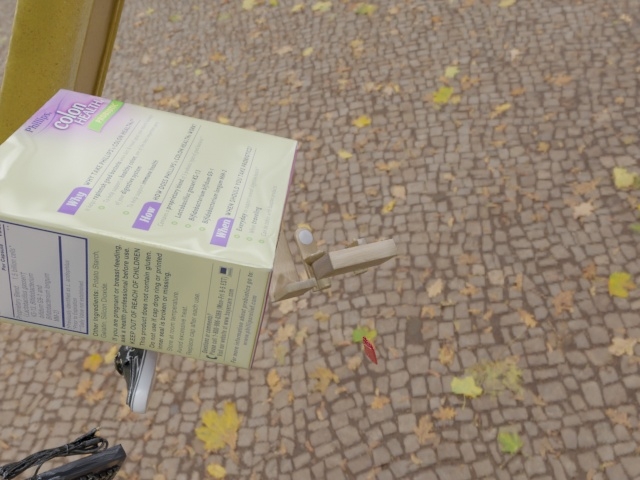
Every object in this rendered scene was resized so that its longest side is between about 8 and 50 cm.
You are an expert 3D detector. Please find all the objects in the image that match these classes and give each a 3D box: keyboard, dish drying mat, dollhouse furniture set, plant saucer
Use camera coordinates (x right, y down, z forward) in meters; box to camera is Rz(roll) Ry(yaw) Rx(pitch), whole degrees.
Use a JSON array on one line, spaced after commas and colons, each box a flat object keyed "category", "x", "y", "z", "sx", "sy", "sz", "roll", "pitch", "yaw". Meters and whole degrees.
[{"category": "keyboard", "x": -0.435, "y": 0.381, "z": 0.915, "sx": 0.033, "sy": 0.202, "sz": 0.317, "roll": 41, "pitch": 28, "yaw": 27}, {"category": "dish drying mat", "x": 0.088, "y": 0.198, "z": 1.087, "sx": 0.008, "sy": 0.083, "sz": 0.032, "roll": -37, "pitch": 61, "yaw": -12}, {"category": "dollhouse furniture set", "x": 0.000, "y": 0.000, "z": 0.897, "sx": 0.144, "sy": 0.151, "sz": 0.123, "roll": -12, "pitch": 76, "yaw": -32}, {"category": "plant saucer", "x": -0.380, "y": -0.289, "z": 0.928, "sx": 0.081, "sy": 0.333, "sz": 0.333, "roll": 17, "pitch": 20, "yaw": -13}]

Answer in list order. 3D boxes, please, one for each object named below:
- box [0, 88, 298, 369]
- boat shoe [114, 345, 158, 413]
[{"category": "box", "x": -0.156, "y": -0.020, "z": 0.550, "sx": 0.242, "sy": 0.117, "sz": 0.214, "roll": 12, "pitch": 36, "yaw": -5}, {"category": "boat shoe", "x": -0.184, "y": 0.118, "z": 0.606, "sx": 0.040, "sy": 0.049, "sz": 0.142, "roll": 8, "pitch": 25, "yaw": -14}]
